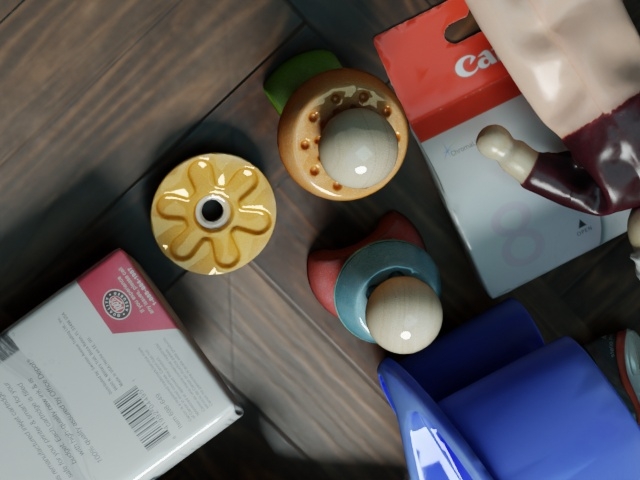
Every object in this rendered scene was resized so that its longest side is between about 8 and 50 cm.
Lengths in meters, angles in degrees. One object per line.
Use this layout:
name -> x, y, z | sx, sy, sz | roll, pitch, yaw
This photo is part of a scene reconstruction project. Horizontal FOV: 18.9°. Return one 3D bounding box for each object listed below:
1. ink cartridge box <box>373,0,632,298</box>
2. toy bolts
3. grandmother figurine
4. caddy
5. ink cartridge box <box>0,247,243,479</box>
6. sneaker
ink cartridge box -> 0.172, -0.095, 1.557 | 0.189, 0.066, 0.232 | -27, 115, -4
toy bolts -> 0.000, 0.000, 1.490 | 0.218, 0.158, 0.228 | -33, 112, -1
grandmother figurine -> 0.228, -0.105, 1.504 | 0.207, 0.104, 0.342 | -26, 99, 19
caddy -> 0.170, 0.216, 1.559 | 0.179, 0.241, 0.341 | -34, 111, -7
ink cartridge box -> -0.192, 0.134, 1.494 | 0.218, 0.092, 0.158 | -36, 82, -2
sneaker -> 0.256, 0.149, 1.663 | 0.065, 0.061, 0.158 | -7, 110, 17
